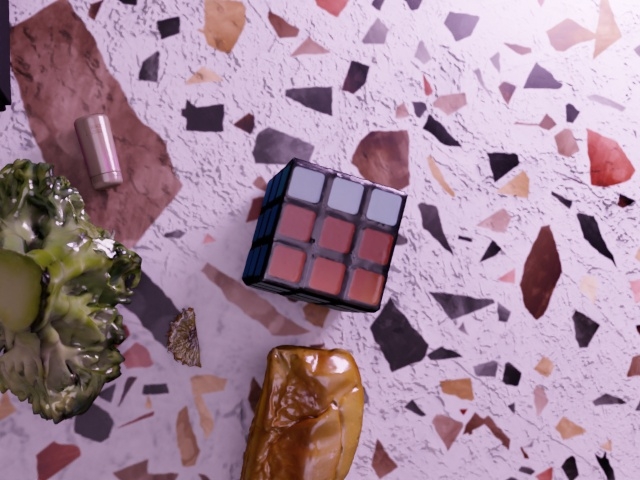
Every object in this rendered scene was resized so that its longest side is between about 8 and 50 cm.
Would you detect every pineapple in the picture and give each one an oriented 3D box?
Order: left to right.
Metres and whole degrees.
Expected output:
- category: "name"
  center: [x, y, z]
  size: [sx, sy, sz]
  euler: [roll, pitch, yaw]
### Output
- category: "pineapple"
  center: [-0.185, 0.132, 0.965]
  size: [0.045, 0.019, 0.083]
  euler: [-4, 88, -16]

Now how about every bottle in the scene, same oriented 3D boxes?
- category: "bottle"
  center: [-0.292, -0.117, 0.951]
  size: [0.045, 0.045, 0.096]
  euler: [-15, 89, -14]

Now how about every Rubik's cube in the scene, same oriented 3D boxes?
- category: "Rubik's cube"
  center: [0.000, 0.000, 0.946]
  size: [0.163, 0.162, 0.160]
  euler: [16, 82, -10]

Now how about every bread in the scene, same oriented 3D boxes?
- category: "bread"
  center: [-0.032, 0.278, 0.909]
  size: [0.132, 0.167, 0.294]
  euler: [10, 82, -12]

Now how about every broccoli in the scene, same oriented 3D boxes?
- category: "broccoli"
  center: [-0.337, 0.061, 0.822]
  size: [0.248, 0.245, 0.288]
  euler: [-42, 89, -4]

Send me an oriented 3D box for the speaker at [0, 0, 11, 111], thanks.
- category: "speaker"
  center: [-0.484, -0.264, 0.815]
  size: [0.232, 0.254, 0.184]
  euler: [-2, 86, -13]
